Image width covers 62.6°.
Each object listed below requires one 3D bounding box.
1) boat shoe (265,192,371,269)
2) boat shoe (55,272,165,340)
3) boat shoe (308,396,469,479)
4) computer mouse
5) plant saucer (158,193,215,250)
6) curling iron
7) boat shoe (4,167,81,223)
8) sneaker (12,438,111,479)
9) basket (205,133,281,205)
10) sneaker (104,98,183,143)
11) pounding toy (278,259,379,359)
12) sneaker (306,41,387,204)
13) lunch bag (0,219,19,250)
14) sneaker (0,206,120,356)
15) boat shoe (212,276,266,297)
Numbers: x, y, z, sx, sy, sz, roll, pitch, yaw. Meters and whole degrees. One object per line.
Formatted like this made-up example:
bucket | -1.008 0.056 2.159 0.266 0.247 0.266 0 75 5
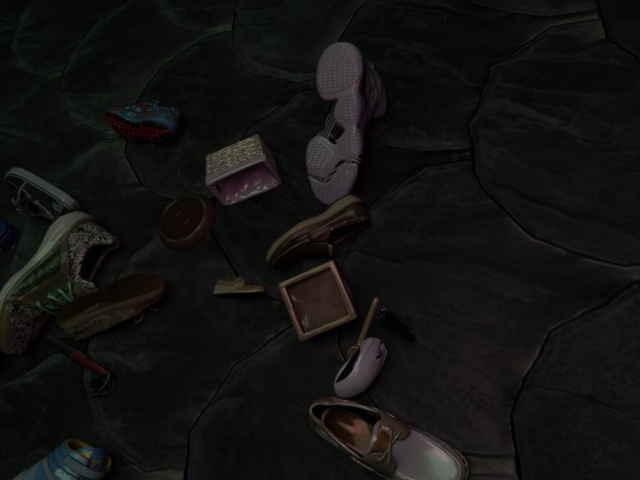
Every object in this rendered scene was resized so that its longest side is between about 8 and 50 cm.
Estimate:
boat shoe | -0.002 -0.003 1.182 0.257 0.095 0.095 -35 64 1
boat shoe | -0.502 0.164 1.297 0.284 0.089 0.105 -18 34 8
boat shoe | 0.111 0.368 0.944 0.302 0.103 0.113 13 70 25
computer mouse | 0.102 0.228 1.016 0.193 0.106 0.042 -52 32 -12
plant saucer | -0.356 -0.055 1.377 0.168 0.029 0.169 -8 61 16
curling iron | -0.598 0.297 1.284 0.273 0.035 0.068 26 76 29
boat shoe | -0.839 -0.118 1.540 0.306 0.113 0.105 26 61 20
sneaker | -0.498 0.547 1.068 0.208 0.127 0.319 -44 59 -3
basket | -0.199 -0.179 1.332 0.167 0.113 0.103 -21 57 9
sneaker | -0.518 -0.361 1.569 0.261 0.104 0.125 15 53 22
pounding toy | 0.040 0.151 1.093 0.180 0.094 0.206 -24 80 7
sneaker | 0.074 -0.271 1.269 0.137 0.210 0.367 9 102 25
lunch bag | -0.950 -0.020 1.559 0.098 0.065 0.067 32 79 31
sneaker | -0.662 0.117 1.343 0.181 0.158 0.411 21 75 18
boat shoe | -0.188 0.107 1.219 0.135 0.050 0.045 -2 69 19
